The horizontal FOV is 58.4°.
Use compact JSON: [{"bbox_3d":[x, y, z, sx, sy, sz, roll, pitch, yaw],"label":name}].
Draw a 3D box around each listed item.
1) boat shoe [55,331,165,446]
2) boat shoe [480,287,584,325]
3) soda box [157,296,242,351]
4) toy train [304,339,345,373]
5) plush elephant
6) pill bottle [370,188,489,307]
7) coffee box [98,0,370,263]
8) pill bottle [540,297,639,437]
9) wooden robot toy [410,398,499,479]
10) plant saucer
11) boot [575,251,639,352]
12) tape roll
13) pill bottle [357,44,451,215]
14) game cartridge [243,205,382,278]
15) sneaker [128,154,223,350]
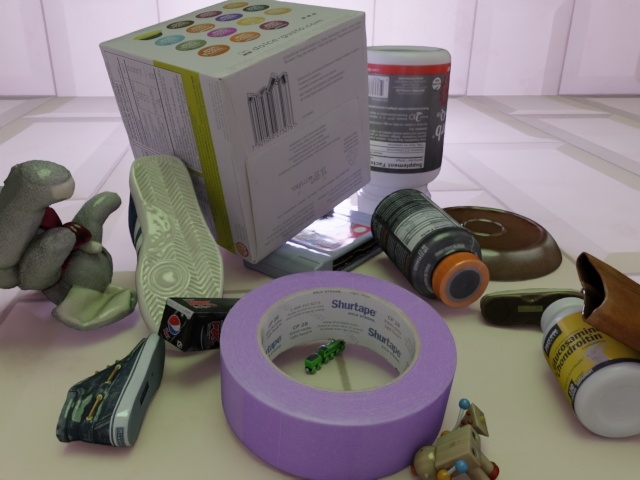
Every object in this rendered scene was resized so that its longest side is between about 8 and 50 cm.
[{"bbox_3d":[-0.245,0.169,0.690,0.083,0.065,0.183,2,24,0],"label":"boat shoe"},{"bbox_3d":[0.346,0.098,0.890,0.190,0.068,0.072,6,12,11],"label":"boat shoe"},{"bbox_3d":[-0.130,0.111,0.773,0.060,0.053,0.169,20,7,36],"label":"soda box"},{"bbox_3d":[0.007,0.155,0.788,0.017,0.024,0.083,18,29,33],"label":"toy train"},{"bbox_3d":[-0.404,0.007,0.856,0.271,0.330,0.255,23,8,32],"label":"plush elephant"},{"bbox_3d":[0.187,0.014,0.980,0.130,0.130,0.246,-6,29,-16],"label":"pill bottle"},{"bbox_3d":[-0.139,-0.229,1.068,0.334,0.338,0.337,25,46,36],"label":"coffee box"},{"bbox_3d":[0.342,0.148,0.718,0.103,0.103,0.184,2,23,2],"label":"pill bottle"},{"bbox_3d":[0.131,0.237,0.584,0.079,0.076,0.173,-28,12,25],"label":"wooden robot toy"},{"bbox_3d":[0.326,-0.008,1.153,0.310,0.050,0.310,2,24,-1],"label":"plant saucer"},{"bbox_3d":[0.436,0.108,0.706,0.280,0.096,0.264,32,34,8],"label":"boot"},{"bbox_3d":[0.019,0.146,0.688,0.274,0.090,0.275,4,30,-2],"label":"tape roll"},{"bbox_3d":[0.172,-0.240,1.281,0.210,0.363,0.210,0,23,0],"label":"pill bottle"},{"bbox_3d":[0.000,0.000,1.115,0.196,0.060,0.294,13,26,35],"label":"game cartridge"},{"bbox_3d":[-0.235,0.031,0.917,0.131,0.148,0.350,-3,55,-19],"label":"sneaker"}]
